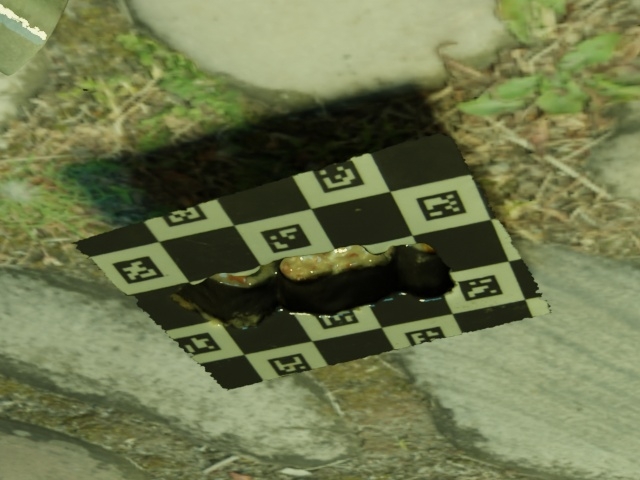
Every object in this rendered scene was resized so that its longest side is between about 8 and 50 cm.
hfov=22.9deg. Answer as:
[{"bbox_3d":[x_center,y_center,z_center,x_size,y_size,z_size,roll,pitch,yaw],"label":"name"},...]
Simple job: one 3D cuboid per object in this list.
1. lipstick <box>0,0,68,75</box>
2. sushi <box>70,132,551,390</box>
[{"bbox_3d":[-0.200,-0.149,0.699,0.186,0.063,0.057,34,135,-25],"label":"lipstick"},{"bbox_3d":[0.000,0.000,0.890,0.215,0.050,0.192,-15,144,18],"label":"sushi"}]
